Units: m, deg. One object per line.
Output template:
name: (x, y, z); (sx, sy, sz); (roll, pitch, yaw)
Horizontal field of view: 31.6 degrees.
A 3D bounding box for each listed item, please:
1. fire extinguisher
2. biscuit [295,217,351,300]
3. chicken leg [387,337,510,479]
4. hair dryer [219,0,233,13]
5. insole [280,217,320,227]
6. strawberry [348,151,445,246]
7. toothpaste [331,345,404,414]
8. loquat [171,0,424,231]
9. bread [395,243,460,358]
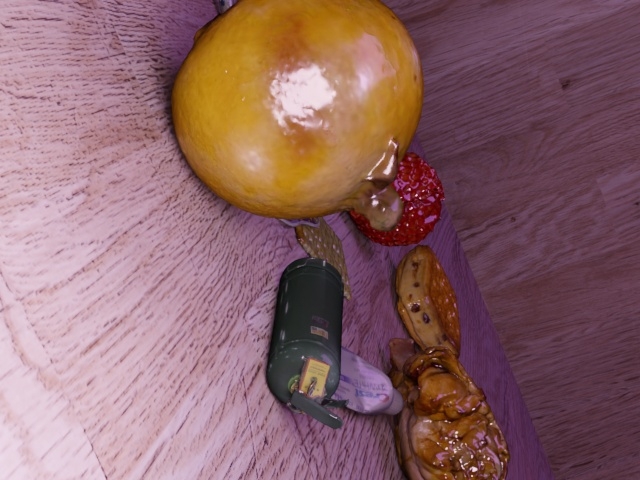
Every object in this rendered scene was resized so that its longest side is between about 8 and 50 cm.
fire extinguisher: (-0.012, 0.137, 1.490); (0.311, 0.115, 0.095); (-82, -167, -63)
biscuit: (0.000, 0.000, 1.952); (0.231, 0.016, 0.139); (50, 24, -53)
chicken leg: (0.196, 0.268, 1.944); (0.409, 0.182, 0.295); (-109, -177, -57)
hair dryer: (-0.178, -0.420, 1.848); (0.167, 0.068, 0.199); (29, 56, -57)
insole: (-0.042, -0.049, 1.831); (0.197, 0.004, 0.065); (14, 55, -66)
strawberry: (0.131, -0.089, 2.293); (0.244, 0.205, 0.205); (14, 53, -50)
toothpaste: (0.054, 0.218, 1.756); (0.099, 0.068, 0.282); (45, 4, 36)
loquat: (-0.011, -0.161, 1.438); (0.359, 0.328, 0.328); (51, 12, 5)
bread: (0.233, 0.143, 2.501); (0.210, 0.099, 0.235); (59, 22, -30)
